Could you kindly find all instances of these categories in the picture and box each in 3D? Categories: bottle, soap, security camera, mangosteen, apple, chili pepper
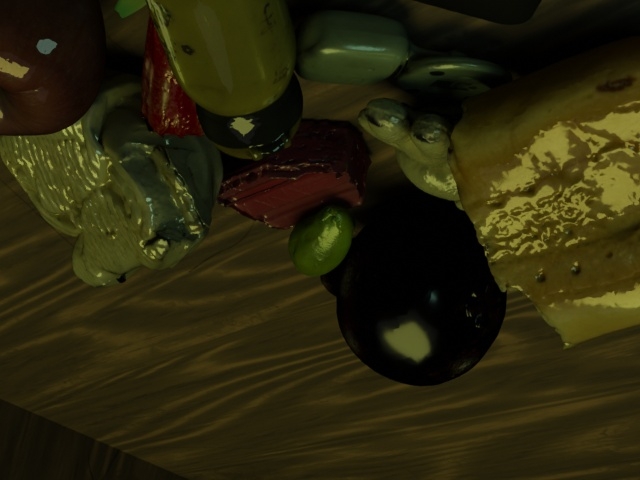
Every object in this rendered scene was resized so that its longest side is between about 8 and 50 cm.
[{"bbox_3d":[-0.117,-0.251,1.836,0.171,0.171,0.351,4,139,17],"label":"bottle"},{"bbox_3d":[-0.033,-0.101,2.247,0.162,0.099,0.250,32,148,-34],"label":"soap"},{"bbox_3d":[0.111,-0.245,1.936,0.301,0.080,0.157,8,168,-15],"label":"security camera"},{"bbox_3d":[0.143,0.076,2.325,0.313,0.297,0.297,27,159,21],"label":"mangosteen"},{"bbox_3d":[-0.426,-0.275,1.930,0.305,0.235,0.306,8,155,4],"label":"apple"},{"bbox_3d":[-0.171,-0.258,1.980,0.144,0.136,0.253,11,144,1],"label":"chili pepper"}]

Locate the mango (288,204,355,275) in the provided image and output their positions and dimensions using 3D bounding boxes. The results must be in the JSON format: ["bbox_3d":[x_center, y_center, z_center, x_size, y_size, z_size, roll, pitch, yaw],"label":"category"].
[{"bbox_3d":[0.000,0.000,2.268,0.091,0.074,0.165,27,146,-4],"label":"mango"}]

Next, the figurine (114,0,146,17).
[{"bbox_3d":[-0.237,-0.353,1.871,0.083,0.083,0.187,20,154,-14],"label":"figurine"}]

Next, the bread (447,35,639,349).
[{"bbox_3d":[0.409,-0.082,1.863,0.394,0.250,0.361,-21,100,32],"label":"bread"}]

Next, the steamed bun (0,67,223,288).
[{"bbox_3d":[-0.283,-0.104,2.204,0.394,0.237,0.347,33,139,29],"label":"steamed bun"}]

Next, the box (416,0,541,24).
[{"bbox_3d":[0.144,-0.369,1.680,0.290,0.073,0.289,14,154,-5],"label":"box"}]

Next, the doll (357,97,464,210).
[{"bbox_3d":[0.160,-0.147,2.008,0.149,0.175,0.278,-39,163,9],"label":"doll"}]
